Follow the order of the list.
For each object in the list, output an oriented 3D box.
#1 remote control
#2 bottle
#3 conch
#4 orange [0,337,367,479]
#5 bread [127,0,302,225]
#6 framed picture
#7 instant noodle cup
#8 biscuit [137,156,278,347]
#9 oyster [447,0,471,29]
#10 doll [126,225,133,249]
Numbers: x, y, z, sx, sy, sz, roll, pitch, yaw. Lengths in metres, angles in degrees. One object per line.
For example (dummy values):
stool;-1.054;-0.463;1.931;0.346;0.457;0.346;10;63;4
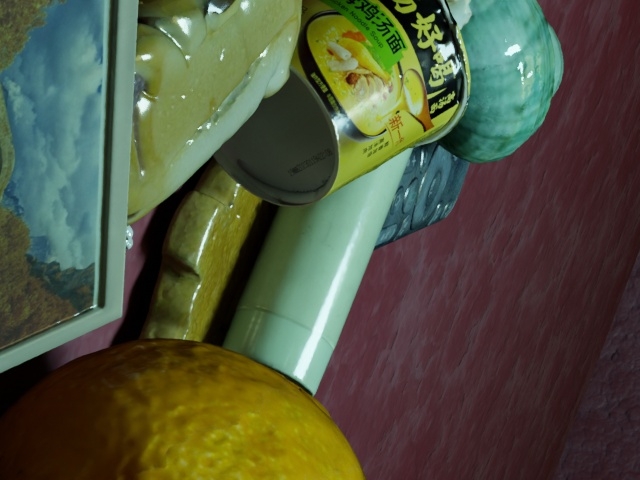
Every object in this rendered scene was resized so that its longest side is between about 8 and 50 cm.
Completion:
remote control;0.049;-0.040;1.562;0.377;0.044;0.107;-20;133;-68
bottle;0.000;0.000;1.283;0.072;0.072;0.201;68;42;-67
conch;0.131;-0.151;1.550;0.188;0.122;0.175;23;62;-78
orange;-0.087;0.177;1.059;0.246;0.246;0.246;-57;160;-34
bread;-0.078;-0.105;1.010;0.225;0.081;0.134;-50;152;-44
framed picture;-0.159;-0.026;0.858;0.184;0.016;0.250;-24;140;-34
instant noodle cup;-0.002;-0.098;1.181;0.122;0.151;0.151;-38;148;-37
biscuit;-0.064;0.024;1.296;0.238;0.041;0.212;58;49;-70
oyster;0.083;-0.235;1.329;0.271;0.100;0.275;-59;174;-21
doll;-0.101;-0.039;1.109;0.085;0.040;0.058;-52;167;-44
